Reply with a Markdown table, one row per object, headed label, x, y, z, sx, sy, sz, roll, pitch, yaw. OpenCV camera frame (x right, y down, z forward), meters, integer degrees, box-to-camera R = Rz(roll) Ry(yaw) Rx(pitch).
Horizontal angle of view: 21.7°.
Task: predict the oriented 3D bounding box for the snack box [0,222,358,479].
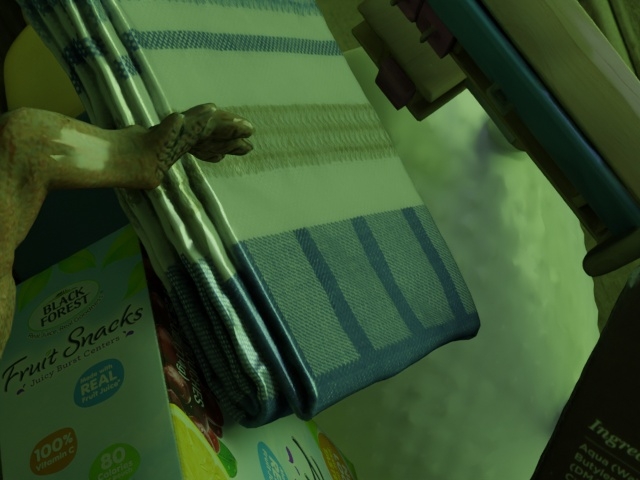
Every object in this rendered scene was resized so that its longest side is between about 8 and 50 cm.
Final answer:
| label | x | y | z | sx | sy | sz | roll | pitch | yaw |
| --- | --- | --- | --- | --- | --- | --- | --- | --- | --- |
| snack box | -0.030 | 0.124 | 0.556 | 0.174 | 0.070 | 0.207 | 53 | 15 | -42 |

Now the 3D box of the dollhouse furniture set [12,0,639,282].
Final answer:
| label | x | y | z | sx | sy | sz | roll | pitch | yaw |
| --- | --- | --- | --- | --- | --- | --- | --- | --- | --- |
| dollhouse furniture set | 0.000 | 0.000 | 0.852 | 0.198 | 0.303 | 0.286 | 53 | -5 | 3 |

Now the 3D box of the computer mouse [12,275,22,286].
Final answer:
| label | x | y | z | sx | sy | sz | roll | pitch | yaw |
| --- | --- | --- | --- | --- | --- | --- | --- | --- | --- |
| computer mouse | -0.097 | 0.104 | 0.645 | 0.262 | 0.060 | 0.184 | 40 | 24 | -59 |

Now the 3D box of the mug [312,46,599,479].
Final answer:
| label | x | y | z | sx | sy | sz | roll | pitch | yaw |
| --- | --- | --- | --- | --- | --- | --- | --- | --- | --- |
| mug | 0.087 | 0.031 | 1.124 | 0.276 | 0.374 | 0.328 | -20 | 92 | -49 |

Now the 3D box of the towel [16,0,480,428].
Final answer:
| label | x | y | z | sx | sy | sz | roll | pitch | yaw |
| --- | --- | --- | --- | --- | --- | --- | --- | --- | --- |
| towel | -0.043 | -0.072 | 0.626 | 0.285 | 0.034 | 0.209 | 61 | 23 | 6 |

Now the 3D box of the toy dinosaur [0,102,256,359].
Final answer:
| label | x | y | z | sx | sy | sz | roll | pitch | yaw |
| --- | --- | --- | --- | --- | --- | --- | --- | --- | --- |
| toy dinosaur | -0.132 | 0.027 | 0.373 | 0.296 | 0.127 | 0.200 | 39 | 54 | -45 |

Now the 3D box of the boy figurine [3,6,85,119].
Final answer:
| label | x | y | z | sx | sy | sz | roll | pitch | yaw |
| --- | --- | --- | --- | --- | --- | --- | --- | --- | --- |
| boy figurine | -0.149 | -0.144 | 1.022 | 0.285 | 0.092 | 0.177 | -108 | 171 | -47 |

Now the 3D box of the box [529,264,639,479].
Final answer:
| label | x | y | z | sx | sy | sz | roll | pitch | yaw |
| --- | --- | --- | --- | --- | --- | --- | --- | --- | --- |
| box | 0.179 | 0.137 | 0.790 | 0.143 | 0.191 | 0.381 | 33 | -45 | 20 |
